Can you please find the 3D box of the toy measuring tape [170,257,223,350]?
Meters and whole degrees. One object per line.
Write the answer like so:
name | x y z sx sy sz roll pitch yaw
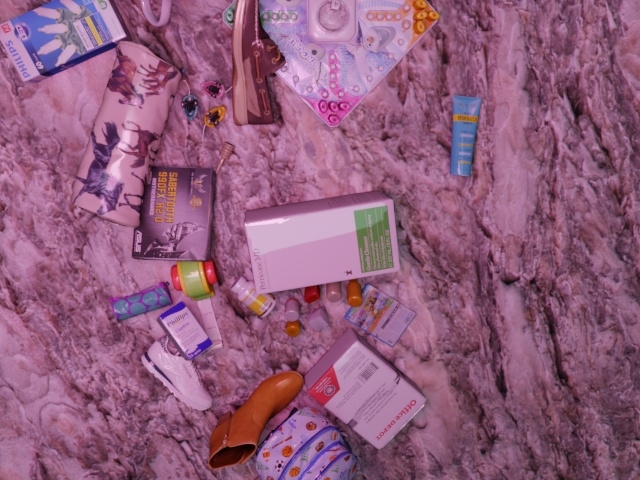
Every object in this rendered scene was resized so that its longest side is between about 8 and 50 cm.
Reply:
toy measuring tape | -0.310 0.147 1.466 0.122 0.121 0.329 -12 103 -3

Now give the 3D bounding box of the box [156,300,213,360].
box | -0.349 0.233 1.453 0.072 0.126 0.137 -36 91 -22

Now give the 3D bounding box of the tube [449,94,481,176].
tube | 0.374 -0.272 1.485 0.080 0.052 0.206 2 96 -18

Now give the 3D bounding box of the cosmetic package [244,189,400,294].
cosmetic package | 0.000 0.000 1.447 0.366 0.155 0.196 -11 106 -5

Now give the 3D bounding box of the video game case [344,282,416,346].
video game case | 0.166 0.209 1.580 0.166 0.015 0.119 32 98 -12

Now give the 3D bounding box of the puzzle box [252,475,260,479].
puzzle box | -0.039 0.823 1.673 0.272 0.052 0.409 -43 103 4

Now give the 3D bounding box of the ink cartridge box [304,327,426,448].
ink cartridge box | 0.122 0.408 1.568 0.273 0.114 0.197 42 94 -12

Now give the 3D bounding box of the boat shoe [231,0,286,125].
boat shoe | -0.141 -0.426 1.319 0.123 0.123 0.341 3 123 -5

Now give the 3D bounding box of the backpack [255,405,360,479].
backpack | -0.039 0.568 1.463 0.276 0.213 0.263 -49 137 -22

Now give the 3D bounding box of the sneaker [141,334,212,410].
sneaker | -0.366 0.359 1.524 0.095 0.090 0.235 -45 105 -5

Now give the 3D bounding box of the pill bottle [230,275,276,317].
pill bottle | -0.179 0.146 1.504 0.116 0.065 0.065 40 95 -12

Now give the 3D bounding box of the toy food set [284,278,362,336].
toy food set | -0.007 0.158 1.527 0.232 0.104 0.111 -31 118 19

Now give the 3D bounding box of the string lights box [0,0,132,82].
string lights box | -0.591 -0.479 1.318 0.260 0.076 0.133 -25 105 0

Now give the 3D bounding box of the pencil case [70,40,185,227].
pencil case | -0.442 -0.231 1.303 0.160 0.183 0.409 17 91 1

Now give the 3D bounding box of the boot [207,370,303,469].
boot | -0.163 0.480 1.503 0.295 0.211 0.104 -33 104 1

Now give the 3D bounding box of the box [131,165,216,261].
box | -0.357 -0.064 1.393 0.183 0.056 0.230 3 82 3

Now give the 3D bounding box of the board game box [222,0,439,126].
board game box | 0.030 -0.547 1.384 0.390 0.050 0.390 43 95 -13

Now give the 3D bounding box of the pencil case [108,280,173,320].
pencil case | -0.464 0.156 1.476 0.152 0.064 0.070 -19 119 -2

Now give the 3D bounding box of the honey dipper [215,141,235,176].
honey dipper | -0.266 -0.174 1.446 0.031 0.030 0.160 27 102 -11

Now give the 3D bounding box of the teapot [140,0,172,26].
teapot | -0.385 -0.656 1.254 0.253 0.187 0.255 33 79 -38

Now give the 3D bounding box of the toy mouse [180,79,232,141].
toy mouse | -0.288 -0.343 1.376 0.161 0.031 0.143 -48 135 2
